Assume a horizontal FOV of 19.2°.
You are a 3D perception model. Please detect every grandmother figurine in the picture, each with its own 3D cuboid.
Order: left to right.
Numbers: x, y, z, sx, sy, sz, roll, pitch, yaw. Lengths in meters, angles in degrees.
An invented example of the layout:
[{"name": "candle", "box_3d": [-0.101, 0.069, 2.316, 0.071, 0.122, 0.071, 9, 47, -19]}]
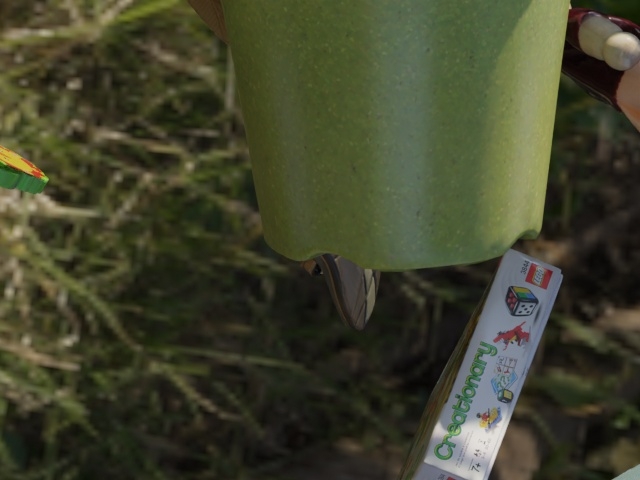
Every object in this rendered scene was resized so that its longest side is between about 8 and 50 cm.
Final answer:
[{"name": "grandmother figurine", "box_3d": [0.239, -0.119, 1.421, 0.104, 0.342, 0.208, -52, 152, -4]}]

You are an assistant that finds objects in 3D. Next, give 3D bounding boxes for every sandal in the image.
[{"name": "sandal", "box_3d": [0.000, 0.000, 1.847, 0.219, 0.060, 0.090, 55, 51, -42]}]

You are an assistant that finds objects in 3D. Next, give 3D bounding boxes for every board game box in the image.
[{"name": "board game box", "box_3d": [0.108, 0.158, 1.529, 0.305, 0.053, 0.193, 107, 6, -62]}]

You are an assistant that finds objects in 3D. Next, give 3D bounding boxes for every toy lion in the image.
[{"name": "toy lion", "box_3d": [-0.251, -0.061, 1.444, 0.096, 0.100, 0.034, 28, 97, -21]}]

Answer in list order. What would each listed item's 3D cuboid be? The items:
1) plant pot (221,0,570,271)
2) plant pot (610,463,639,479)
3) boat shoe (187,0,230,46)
[{"name": "plant pot", "box_3d": [0.047, -0.122, 1.190, 0.276, 0.276, 0.254, -24, 116, -56]}, {"name": "plant pot", "box_3d": [0.302, 0.167, 0.874, 0.247, 0.252, 0.248, -25, 82, -24]}, {"name": "boat shoe", "box_3d": [-0.080, -0.268, 1.376, 0.096, 0.098, 0.277, -35, 125, -20]}]
